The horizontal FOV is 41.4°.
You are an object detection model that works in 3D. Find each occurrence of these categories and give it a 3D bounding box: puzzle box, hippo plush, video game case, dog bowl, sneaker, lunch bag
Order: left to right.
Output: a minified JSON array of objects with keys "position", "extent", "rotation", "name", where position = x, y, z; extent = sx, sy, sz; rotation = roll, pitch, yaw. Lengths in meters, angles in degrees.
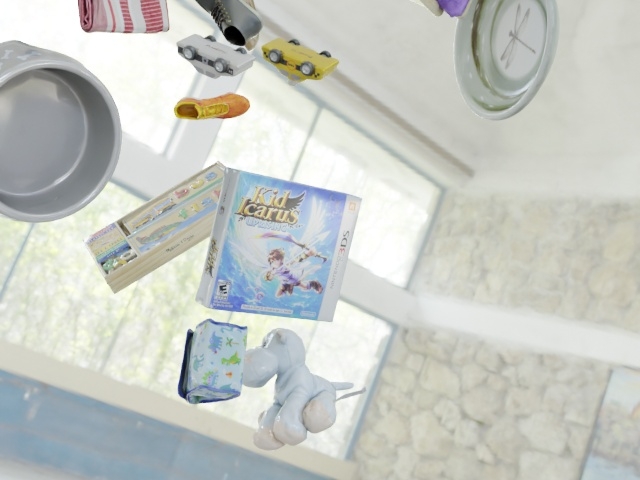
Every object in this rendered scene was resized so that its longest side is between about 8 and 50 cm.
[{"position":[-0.525,-0.191,1.571],"extent":[0.102,0.348,0.349],"rotation":[25,-6,42],"name":"dog bowl"},{"position":[-0.368,-0.045,2.070],"extent":[0.272,0.409,0.052],"rotation":[36,-24,58],"name":"puzzle box"},{"position":[-0.197,0.217,1.498],"extent":[0.096,0.128,0.151],"rotation":[15,-23,-21],"name":"lunch bag"},{"position":[-0.243,-0.292,1.900],"extent":[0.175,0.064,0.067],"rotation":[-5,29,8],"name":"sneaker"},{"position":[-0.264,-0.611,2.258],"extent":[0.222,0.118,0.083],"rotation":[32,-49,-3],"name":"sneaker"},{"position":[-0.070,0.013,1.525],"extent":[0.270,0.244,0.061],"rotation":[10,5,-35],"name":"video game case"},{"position":[-0.067,0.321,1.963],"extent":[0.236,0.294,0.234],"rotation":[62,-14,-4],"name":"hippo plush"}]

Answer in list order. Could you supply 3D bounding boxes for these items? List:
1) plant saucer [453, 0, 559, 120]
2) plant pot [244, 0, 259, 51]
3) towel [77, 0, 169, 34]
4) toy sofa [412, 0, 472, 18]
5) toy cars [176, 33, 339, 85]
[{"position":[0.471,-0.491,2.066],"extent":[0.101,0.400,0.400],"rotation":[-1,-1,-23],"name":"plant saucer"},{"position":[-0.235,-0.724,2.706],"extent":[0.032,0.236,0.236],"rotation":[-8,-17,8],"name":"plant pot"},{"position":[-0.375,-0.518,1.627],"extent":[0.037,0.237,0.329],"rotation":[0,13,16],"name":"towel"},{"position":[0.322,-0.708,1.949],"extent":[0.177,0.362,0.150],"rotation":[38,8,38],"name":"toy sofa"},{"position":[-0.155,-0.431,2.081],"extent":[0.394,0.087,0.176],"rotation":[0,37,-13],"name":"toy cars"}]
